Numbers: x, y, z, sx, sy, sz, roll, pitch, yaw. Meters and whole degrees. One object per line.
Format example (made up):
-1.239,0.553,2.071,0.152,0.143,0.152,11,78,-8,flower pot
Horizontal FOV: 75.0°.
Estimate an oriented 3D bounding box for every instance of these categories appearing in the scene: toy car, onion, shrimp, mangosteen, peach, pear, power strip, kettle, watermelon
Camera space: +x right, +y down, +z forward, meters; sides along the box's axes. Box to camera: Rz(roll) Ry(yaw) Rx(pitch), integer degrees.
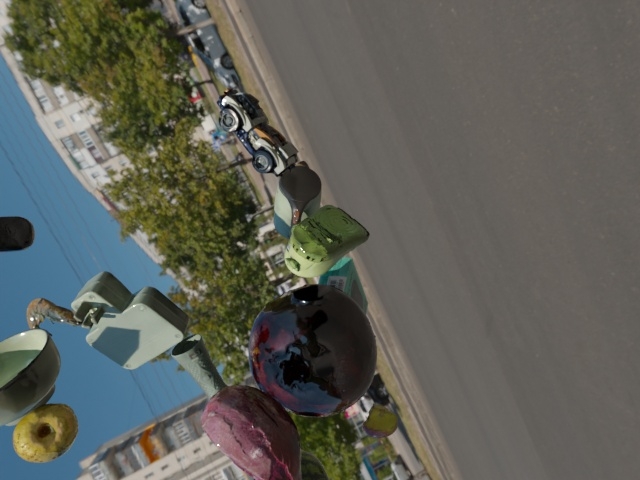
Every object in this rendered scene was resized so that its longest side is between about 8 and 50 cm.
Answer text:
-0.190,-0.327,1.259,0.301,0.118,0.193,54,-157,-7,toy car
-0.111,0.410,0.874,0.283,0.120,0.227,43,175,4,onion
-1.133,0.354,1.785,0.058,0.296,0.169,-26,-46,-78,shrimp
-0.021,0.295,1.240,0.421,0.381,0.381,-79,-32,-60,mangosteen
0.244,0.742,1.694,0.151,0.151,0.118,-144,68,-80,peach
-0.822,0.576,1.254,0.178,0.178,0.178,62,175,9,pear
-0.519,0.219,1.098,0.261,0.229,0.141,50,-161,-27,power strip
-0.079,-0.108,1.447,0.255,0.165,0.240,108,167,-60,kettle
-0.101,0.867,1.439,0.285,0.285,0.285,62,175,9,watermelon

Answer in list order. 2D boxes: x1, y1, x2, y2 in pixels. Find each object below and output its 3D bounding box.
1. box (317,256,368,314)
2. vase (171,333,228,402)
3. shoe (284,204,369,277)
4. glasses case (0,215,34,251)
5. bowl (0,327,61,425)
0.087,0.234,1.590,0.311,0.118,0.205,68,-149,-43,box
-0.342,0.391,1.232,0.219,0.096,0.096,65,175,-19,vase
0.003,-0.006,0.967,0.140,0.128,0.262,51,-149,5,shoe
-1.157,-0.014,1.413,0.082,0.321,0.122,168,97,-72,glasses case
-1.012,0.477,1.369,0.185,0.354,0.354,67,174,-27,bowl
